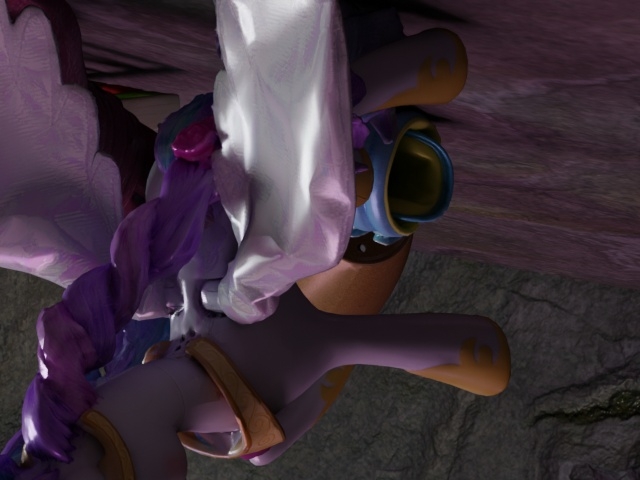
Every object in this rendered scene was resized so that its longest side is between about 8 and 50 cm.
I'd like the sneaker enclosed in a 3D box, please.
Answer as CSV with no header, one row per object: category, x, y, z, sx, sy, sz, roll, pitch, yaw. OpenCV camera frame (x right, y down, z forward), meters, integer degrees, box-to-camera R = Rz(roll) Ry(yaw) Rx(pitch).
sneaker,0.009,-0.053,1.336,0.208,0.127,0.319,13,178,3

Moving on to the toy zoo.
toy zoo,-0.273,-0.118,1.371,0.192,0.030,0.293,-9,-167,-28

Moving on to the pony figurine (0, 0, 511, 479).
pony figurine,-0.051,-0.008,0.778,0.303,0.351,0.363,0,-165,37

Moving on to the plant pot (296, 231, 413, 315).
plant pot,0.000,0.000,1.665,0.237,0.237,0.254,13,163,-15

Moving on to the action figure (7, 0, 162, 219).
action figure,-0.161,-0.048,0.952,0.248,0.275,0.370,0,156,45
